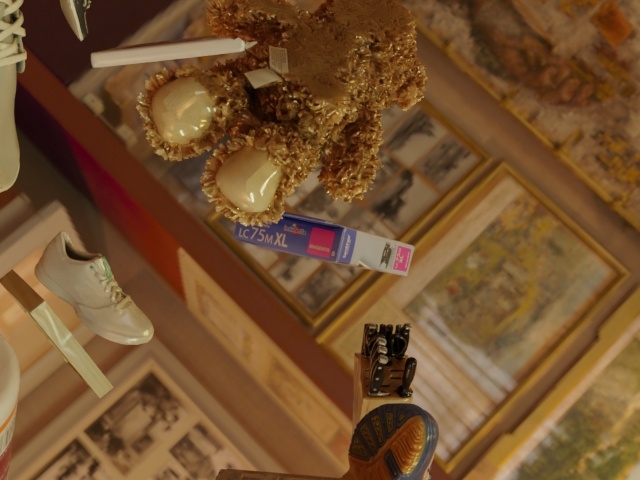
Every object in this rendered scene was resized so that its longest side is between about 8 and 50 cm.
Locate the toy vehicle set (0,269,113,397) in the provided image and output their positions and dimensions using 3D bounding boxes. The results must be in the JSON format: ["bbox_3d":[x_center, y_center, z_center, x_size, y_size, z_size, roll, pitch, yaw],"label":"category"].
[{"bbox_3d":[-0.523,0.186,1.867,0.035,0.166,0.267,-41,131,-18],"label":"toy vehicle set"}]

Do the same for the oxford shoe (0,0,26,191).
[{"bbox_3d":[-0.428,-0.263,1.157,0.169,0.130,0.450,-60,152,-62],"label":"oxford shoe"}]

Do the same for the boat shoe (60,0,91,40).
[{"bbox_3d":[-0.301,-0.304,1.157,0.038,0.046,0.125,-31,141,-21],"label":"boat shoe"}]

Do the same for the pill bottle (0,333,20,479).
[{"bbox_3d":[-0.522,0.295,1.228,0.224,0.224,0.392,-34,152,-48],"label":"pill bottle"}]

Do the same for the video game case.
[{"bbox_3d":[-0.194,-0.265,1.295,0.201,0.023,0.183,-5,-166,3],"label":"video game case"}]

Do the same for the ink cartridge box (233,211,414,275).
[{"bbox_3d":[0.000,0.000,1.454,0.311,0.185,0.065,18,85,-61],"label":"ink cartridge box"}]

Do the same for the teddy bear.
[{"bbox_3d":[-0.031,-0.140,0.932,0.113,0.245,0.338,-59,-176,49],"label":"teddy bear"}]

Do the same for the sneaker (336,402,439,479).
[{"bbox_3d":[0.104,0.310,1.242,0.130,0.112,0.296,3,137,-23],"label":"sneaker"}]

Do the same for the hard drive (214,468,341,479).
[{"bbox_3d":[-0.082,0.561,1.798,0.064,0.338,0.237,60,39,-40],"label":"hard drive"}]

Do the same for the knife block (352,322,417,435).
[{"bbox_3d":[0.110,0.274,1.627,0.242,0.088,0.276,-160,-109,-87],"label":"knife block"}]

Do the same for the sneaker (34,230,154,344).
[{"bbox_3d":[-0.330,0.070,1.407,0.094,0.212,0.080,-57,173,24],"label":"sneaker"}]
